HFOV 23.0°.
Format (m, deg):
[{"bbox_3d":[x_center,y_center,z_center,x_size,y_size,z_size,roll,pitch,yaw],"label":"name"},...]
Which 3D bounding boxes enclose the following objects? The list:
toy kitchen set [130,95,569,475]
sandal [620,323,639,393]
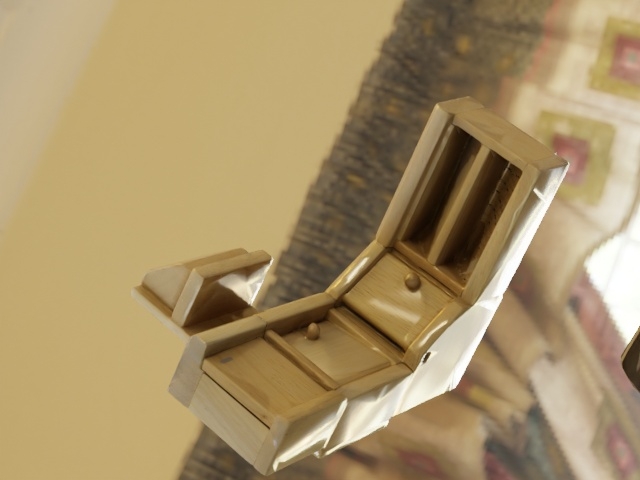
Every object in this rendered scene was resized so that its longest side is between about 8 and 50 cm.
[{"bbox_3d":[0.000,0.000,0.387,0.083,0.068,0.075,-17,-43,-52],"label":"toy kitchen set"},{"bbox_3d":[0.168,0.067,0.369,0.254,0.097,0.054,19,-74,-24],"label":"sandal"}]
